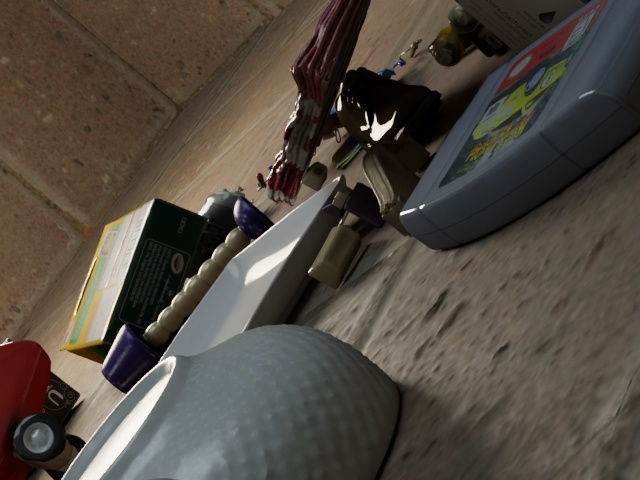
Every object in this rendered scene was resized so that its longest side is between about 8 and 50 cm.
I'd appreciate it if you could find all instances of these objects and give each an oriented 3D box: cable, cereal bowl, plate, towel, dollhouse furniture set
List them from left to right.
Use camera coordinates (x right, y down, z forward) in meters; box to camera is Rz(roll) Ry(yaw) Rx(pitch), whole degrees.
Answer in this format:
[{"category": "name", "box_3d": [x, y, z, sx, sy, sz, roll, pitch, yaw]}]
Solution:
[{"category": "cereal bowl", "box_3d": [-0.102, 0.190, 1.277, 0.339, 0.141, 0.339, -49, 10, 12]}, {"category": "plate", "box_3d": [-0.086, 0.082, 1.845, 0.277, 0.045, 0.278, -35, 18, 53]}, {"category": "dollhouse furniture set", "box_3d": [0.000, 0.000, 1.709, 0.114, 0.091, 0.081, -61, 0, -35]}, {"category": "towel", "box_3d": [0.011, -0.190, 1.710, 0.329, 0.037, 0.237, 109, -177, -69]}, {"category": "towel", "box_3d": [0.036, -0.112, 2.107, 0.060, 0.009, 0.083, -48, 10, 7]}, {"category": "cable", "box_3d": [0.164, -0.246, 1.861, 0.139, 0.072, 0.287, -49, 10, 5]}]

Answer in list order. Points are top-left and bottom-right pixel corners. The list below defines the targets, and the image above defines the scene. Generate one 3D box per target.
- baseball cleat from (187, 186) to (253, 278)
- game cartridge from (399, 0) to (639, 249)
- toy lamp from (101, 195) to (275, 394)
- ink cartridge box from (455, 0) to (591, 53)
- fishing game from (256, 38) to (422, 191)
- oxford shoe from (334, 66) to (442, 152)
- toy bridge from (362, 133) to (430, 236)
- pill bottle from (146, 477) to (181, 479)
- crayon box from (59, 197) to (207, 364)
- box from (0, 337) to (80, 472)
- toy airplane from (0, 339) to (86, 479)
[{"category": "baseball cleat", "box_3d": [-0.151, -0.001, 2.395, 0.206, 0.072, 0.109, -39, 29, 65]}, {"category": "game cartridge", "box_3d": [0.175, -0.098, 1.365, 0.294, 0.060, 0.196, -35, 22, 56]}, {"category": "toy lamp", "box_3d": [-0.160, 0.071, 2.113, 0.274, 0.080, 0.080, -47, 10, 2]}, {"category": "ink cartridge box", "box_3d": [0.201, -0.297, 1.605, 0.100, 0.172, 0.237, -58, 13, -27]}, {"category": "fishing game", "box_3d": [0.026, -0.147, 2.159, 0.264, 0.041, 0.189, -41, -1, -3]}, {"category": "oxford shoe", "box_3d": [0.061, -0.141, 1.869, 0.083, 0.096, 0.227, -51, 12, -12]}, {"category": "toy bridge", "box_3d": [0.070, -0.064, 1.650, 0.026, 0.063, 0.188, -46, 12, 20]}, {"category": "pill bottle", "box_3d": [-0.137, 0.288, 1.011, 0.283, 0.161, 0.161, -48, 11, 15]}, {"category": "crayon box", "box_3d": [-0.259, 0.066, 2.381, 0.323, 0.083, 0.203, -16, 54, 71]}, {"category": "box", "box_3d": [-0.490, 0.286, 2.566, 0.247, 0.142, 0.163, -40, 16, 48]}, {"category": "toy airplane", "box_3d": [-0.483, 0.316, 2.034, 0.384, 0.272, 0.386, -37, -28, -53]}]
